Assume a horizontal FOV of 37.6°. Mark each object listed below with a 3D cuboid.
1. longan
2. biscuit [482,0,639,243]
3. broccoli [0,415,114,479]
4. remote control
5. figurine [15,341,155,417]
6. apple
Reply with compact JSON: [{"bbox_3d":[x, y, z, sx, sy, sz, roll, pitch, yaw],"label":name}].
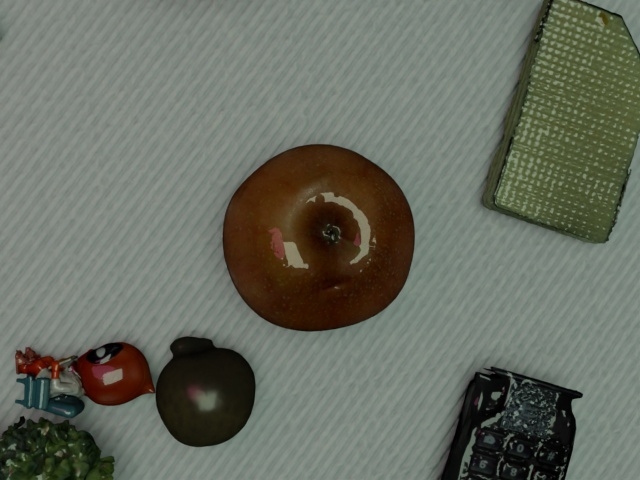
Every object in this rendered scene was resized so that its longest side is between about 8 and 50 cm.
[{"bbox_3d":[-0.121,0.154,0.985,0.106,0.106,0.119,-20,71,-6],"label":"longan"},{"bbox_3d":[0.281,-0.135,1.049,0.150,0.052,0.252,16,90,-10],"label":"biscuit"},{"bbox_3d":[-0.385,0.396,0.922,0.353,0.275,0.396,1,111,11],"label":"broccoli"},{"bbox_3d":[0.172,0.339,1.034,0.145,0.062,0.398,16,90,-5],"label":"remote control"},{"bbox_3d":[-0.243,0.145,0.983,0.140,0.068,0.075,-1,88,-4],"label":"figurine"},{"bbox_3d":[0.000,0.000,0.962,0.201,0.162,0.201,0,90,-5],"label":"apple"}]
